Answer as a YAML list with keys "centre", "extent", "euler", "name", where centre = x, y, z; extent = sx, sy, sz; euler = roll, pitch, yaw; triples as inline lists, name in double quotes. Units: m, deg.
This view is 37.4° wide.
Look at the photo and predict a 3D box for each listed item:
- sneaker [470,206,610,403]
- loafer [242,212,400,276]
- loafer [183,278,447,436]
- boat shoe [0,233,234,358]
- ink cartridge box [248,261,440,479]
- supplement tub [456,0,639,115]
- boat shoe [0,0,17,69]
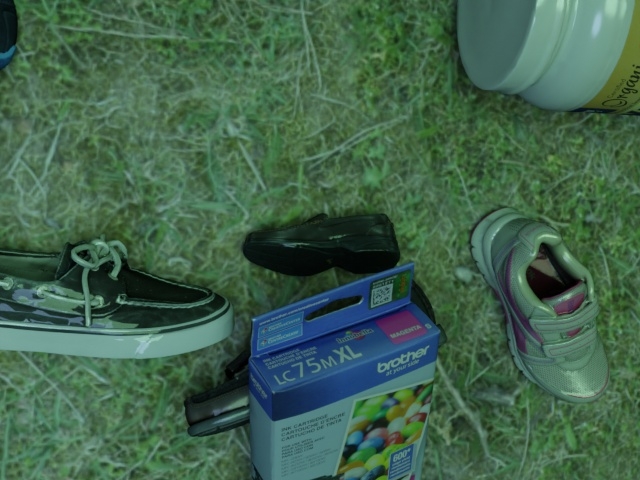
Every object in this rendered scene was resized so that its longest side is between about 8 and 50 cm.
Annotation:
- centre: [0.263, 0.083, 1.073]
  extent: [0.103, 0.111, 0.252]
  euler: [-33, 102, -10]
  name: "sneaker"
- centre: [0.000, 0.000, 1.032]
  extent: [0.170, 0.062, 0.061]
  euler: [2, 55, -9]
  name: "loafer"
- centre: [-0.012, 0.122, 1.020]
  extent: [0.303, 0.109, 0.095]
  euler: [-18, 79, -19]
  name: "loafer"
- centre: [-0.236, 0.046, 0.936]
  extent: [0.307, 0.113, 0.104]
  euler: [5, 108, -6]
  name: "boat shoe"
- centre: [0.022, 0.180, 0.954]
  extent: [0.186, 0.065, 0.311]
  euler: [-17, 128, -23]
  name: "ink cartridge box"
- centre: [0.327, -0.247, 1.005]
  extent: [0.317, 0.228, 0.228]
  euler: [1, 94, -15]
  name: "supplement tub"
- centre: [-0.418, -0.226, 0.883]
  extent: [0.258, 0.109, 0.088]
  euler: [11, 80, -33]
  name: "boat shoe"
